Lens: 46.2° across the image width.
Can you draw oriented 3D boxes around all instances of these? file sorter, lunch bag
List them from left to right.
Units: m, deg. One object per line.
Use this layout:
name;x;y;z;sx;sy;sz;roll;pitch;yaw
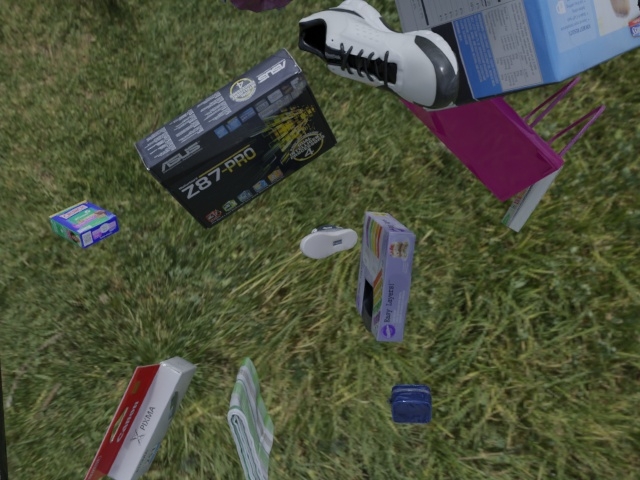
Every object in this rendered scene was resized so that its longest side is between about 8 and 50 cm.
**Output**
lunch bag;0.196;0.358;1.658;0.098;0.065;0.067;1;121;6
file sorter;0.314;-0.253;1.318;0.291;0.202;0.182;45;71;0

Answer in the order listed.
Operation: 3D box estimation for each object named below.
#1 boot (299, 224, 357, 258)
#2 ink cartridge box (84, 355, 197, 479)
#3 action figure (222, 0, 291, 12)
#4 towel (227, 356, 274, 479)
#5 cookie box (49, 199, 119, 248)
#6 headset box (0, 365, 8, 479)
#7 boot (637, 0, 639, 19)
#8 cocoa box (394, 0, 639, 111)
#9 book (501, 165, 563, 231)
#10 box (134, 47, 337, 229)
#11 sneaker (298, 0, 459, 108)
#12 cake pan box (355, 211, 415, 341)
boot;0.000;0.000;1.898;0.190;0.086;0.069;-7;108;-45
ink cartridge box;-0.411;0.425;1.745;0.066;0.261;0.296;25;90;9
action figure;-0.097;-0.685;1.710;0.248;0.370;0.276;-35;86;-30
towel;-0.078;0.216;0.897;0.023;0.152;0.113;-13;105;5
cookie box;-0.483;-0.034;1.533;0.107;0.040;0.092;23;39;33
headset box;-0.272;0.150;0.303;0.110;0.293;0.218;5;102;20
boot;0.240;-0.186;0.457;0.045;0.099;0.121;-6;80;-32
cocoa box;0.306;-0.347;1.048;0.347;0.228;0.231;-27;105;-35
book;0.392;-0.087;1.409;0.035;0.096;0.144;30;98;1
box;-0.180;-0.223;1.732;0.395;0.318;0.097;-32;60;0
sneaker;0.028;-0.095;0.396;0.044;0.109;0.040;-21;130;-29
cake pan box;0.148;0.083;1.762;0.070;0.246;0.267;3;104;-8
